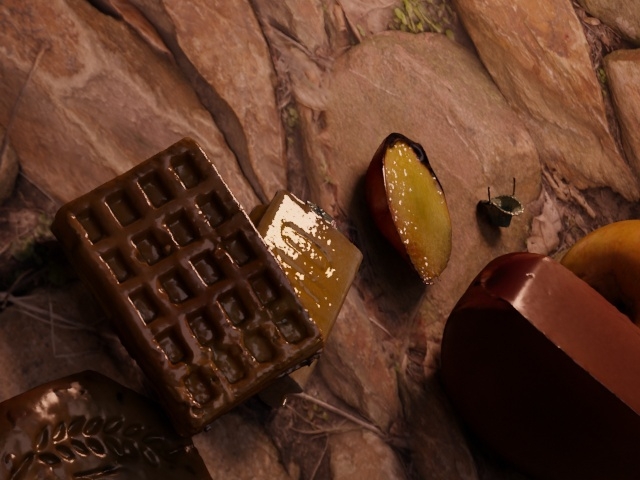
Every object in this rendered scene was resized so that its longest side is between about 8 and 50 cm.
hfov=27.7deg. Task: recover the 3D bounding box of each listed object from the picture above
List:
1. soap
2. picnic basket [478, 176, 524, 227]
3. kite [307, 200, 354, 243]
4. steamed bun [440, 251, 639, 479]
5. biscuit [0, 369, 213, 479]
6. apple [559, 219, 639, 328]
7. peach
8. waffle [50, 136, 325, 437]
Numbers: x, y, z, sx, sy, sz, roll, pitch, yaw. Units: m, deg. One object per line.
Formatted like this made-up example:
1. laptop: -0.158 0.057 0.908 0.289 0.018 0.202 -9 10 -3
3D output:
1. soap: -0.057 0.076 1.788 0.173 0.089 0.274 39 44 -14
2. picnic basket: 0.310 -0.064 2.233 0.065 0.083 0.083 -13 118 -33
3. kite: 0.000 0.000 1.952 0.153 0.005 0.137 -4 67 -44
4. steamed bun: 0.350 0.215 1.964 0.379 0.248 0.235 40 37 5
5. biscuit: -0.250 0.317 1.489 0.359 0.046 0.359 24 50 -32
6. apple: 0.540 0.110 2.175 0.275 0.299 0.299 6 61 -42
7. peach: 0.137 -0.039 2.061 0.189 0.068 0.279 31 45 -36
8. waffle: -0.163 0.057 1.612 0.224 0.098 0.327 -31 78 -18
